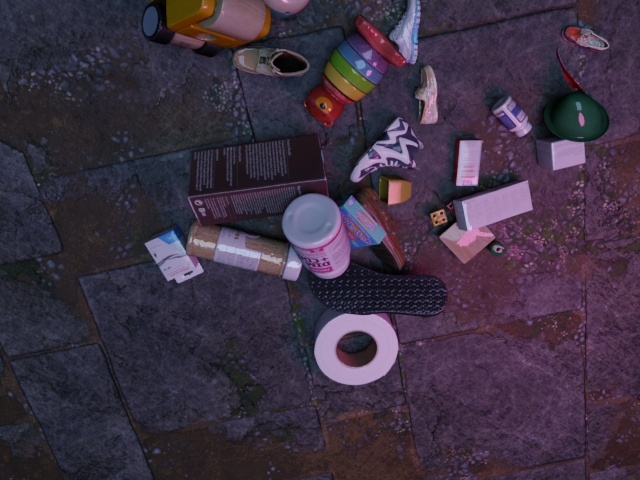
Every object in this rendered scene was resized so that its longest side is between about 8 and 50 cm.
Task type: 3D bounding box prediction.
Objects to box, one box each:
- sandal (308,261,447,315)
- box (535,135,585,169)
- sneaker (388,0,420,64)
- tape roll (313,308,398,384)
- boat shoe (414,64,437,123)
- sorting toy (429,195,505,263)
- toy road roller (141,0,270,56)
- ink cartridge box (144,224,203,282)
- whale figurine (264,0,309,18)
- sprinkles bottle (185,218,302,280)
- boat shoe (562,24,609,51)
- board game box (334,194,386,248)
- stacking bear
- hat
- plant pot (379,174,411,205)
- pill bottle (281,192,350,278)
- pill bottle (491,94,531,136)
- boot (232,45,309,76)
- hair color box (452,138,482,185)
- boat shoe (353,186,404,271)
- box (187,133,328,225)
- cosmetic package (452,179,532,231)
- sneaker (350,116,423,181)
[{"bbox_3d":[0.178,0.171,1.598,0.446,0.107,0.167,9,77,9],"label":"sandal"},{"bbox_3d":[0.729,-0.272,1.506,0.101,0.102,0.087,-14,107,1],"label":"box"},{"bbox_3d":[0.234,-0.595,1.388,0.083,0.071,0.190,1,109,3],"label":"sneaker"},{"bbox_3d":[0.119,0.348,1.690,0.286,0.100,0.286,-1,108,-3],"label":"tape roll"},{"bbox_3d":[0.306,-0.424,1.452,0.059,0.063,0.170,-12,110,-5],"label":"boat shoe"},{"bbox_3d":[0.464,-0.023,1.607,0.132,0.046,0.274,-44,106,11],"label":"sorting toy"},{"bbox_3d":[-0.292,-0.615,1.232,0.330,0.203,0.240,6,98,41],"label":"toy road roller"},{"bbox_3d":[-0.462,0.055,1.577,0.104,0.060,0.180,-25,109,5],"label":"ink cartridge box"},{"bbox_3d":[-0.128,-0.718,1.301,0.216,0.141,0.271,-16,91,-34],"label":"whale figurine"},{"bbox_3d":[-0.232,0.031,1.549,0.356,0.121,0.121,14,108,-8],"label":"sprinkles bottle"},{"bbox_3d":[0.767,-0.584,1.432,0.137,0.043,0.049,21,109,-8],"label":"boat shoe"},{"bbox_3d":[0.079,-0.047,1.500,0.160,0.210,0.047,46,65,-15],"label":"board game box"},{"bbox_3d":[0.074,-0.453,1.382,0.175,0.164,0.289,39,114,-14],"label":"stacking bear"},{"bbox_3d":[0.737,-0.400,1.390,0.209,0.183,0.172,12,68,12],"label":"hat"},{"bbox_3d":[0.234,-0.159,1.534,0.083,0.081,0.081,-5,110,-14],"label":"plant pot"},{"bbox_3d":[0.000,0.000,1.415,0.160,0.160,0.283,-19,153,3],"label":"pill bottle"},{"bbox_3d":[0.575,-0.370,1.483,0.120,0.067,0.067,42,102,-15],"label":"pill bottle"},{"bbox_3d":[-0.137,-0.489,1.350,0.213,0.165,0.077,7,108,-7],"label":"boot"},{"bbox_3d":[0.453,-0.242,1.533,0.072,0.043,0.141,0,108,-3],"label":"hair color box"},{"bbox_3d":[0.199,-0.032,1.555,0.104,0.111,0.307,-48,124,-19],"label":"boat shoe"},{"bbox_3d":[-0.175,-0.176,1.429,0.382,0.191,0.143,-8,143,1],"label":"box"},{"bbox_3d":[0.536,-0.111,1.541,0.239,0.060,0.098,-17,105,-13],"label":"cosmetic package"},{"bbox_3d":[0.211,-0.236,1.494,0.153,0.094,0.235,41,92,-6],"label":"sneaker"}]
